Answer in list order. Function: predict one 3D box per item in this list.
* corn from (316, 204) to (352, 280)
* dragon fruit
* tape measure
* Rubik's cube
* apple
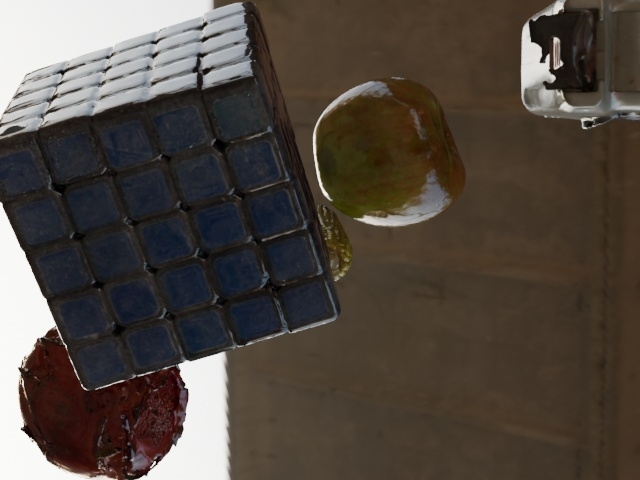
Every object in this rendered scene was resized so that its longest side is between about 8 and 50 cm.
[{"bbox_3d":[0.000,0.000,1.721,0.203,0.072,0.072,-113,-152,-71],"label":"corn"},{"bbox_3d":[-0.383,0.272,2.241,0.301,0.295,0.296,39,-56,16],"label":"dragon fruit"},{"bbox_3d":[0.319,-0.176,1.272,0.265,0.258,0.130,1,-87,0],"label":"tape measure"},{"bbox_3d":[-0.132,-0.045,1.115,0.238,0.236,0.237,-102,176,-66],"label":"Rubik's cube"},{"bbox_3d":[0.085,-0.108,1.632,0.196,0.196,0.196,11,-75,43],"label":"apple"}]
